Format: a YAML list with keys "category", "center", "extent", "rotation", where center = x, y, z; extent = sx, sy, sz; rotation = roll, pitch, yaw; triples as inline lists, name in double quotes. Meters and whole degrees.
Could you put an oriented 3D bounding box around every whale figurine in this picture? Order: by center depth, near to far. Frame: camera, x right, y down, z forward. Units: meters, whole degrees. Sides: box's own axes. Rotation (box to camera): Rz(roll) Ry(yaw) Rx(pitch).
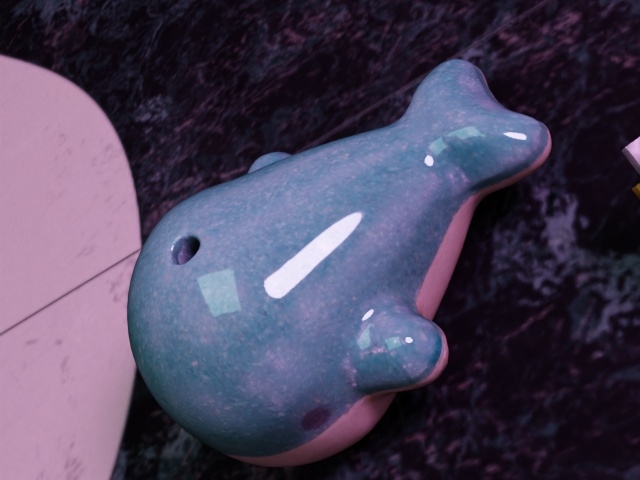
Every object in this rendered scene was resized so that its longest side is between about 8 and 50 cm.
- category: "whale figurine"
  center: [0.000, 0.000, 0.704]
  extent: [0.272, 0.141, 0.216]
  rotation: [-45, 43, 9]

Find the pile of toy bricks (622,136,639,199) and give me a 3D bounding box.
- category: "pile of toy bricks"
  center: [0.257, -0.065, 0.567]
  extent: [0.212, 0.118, 0.105]
  rotation: [-37, 84, 3]
